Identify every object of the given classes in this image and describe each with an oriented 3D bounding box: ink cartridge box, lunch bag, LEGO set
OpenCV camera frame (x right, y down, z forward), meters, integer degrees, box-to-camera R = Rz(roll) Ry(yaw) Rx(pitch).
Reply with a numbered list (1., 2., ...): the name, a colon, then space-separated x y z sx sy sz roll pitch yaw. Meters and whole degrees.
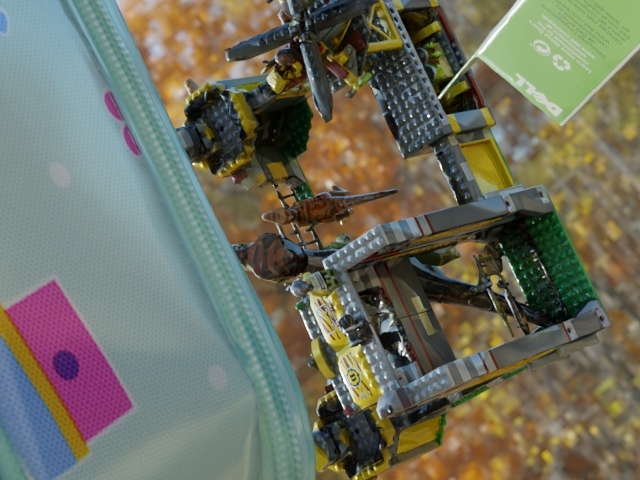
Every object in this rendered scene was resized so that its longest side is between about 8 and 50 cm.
1. ink cartridge box: 0.145 -0.128 0.862 0.109 0.062 0.209 -49 -1 -26
2. lunch bag: -0.144 0.042 0.414 0.279 0.224 0.108 -33 -8 36
3. LEGO set: 0.000 0.000 1.031 0.255 0.331 0.192 -22 -5 41
